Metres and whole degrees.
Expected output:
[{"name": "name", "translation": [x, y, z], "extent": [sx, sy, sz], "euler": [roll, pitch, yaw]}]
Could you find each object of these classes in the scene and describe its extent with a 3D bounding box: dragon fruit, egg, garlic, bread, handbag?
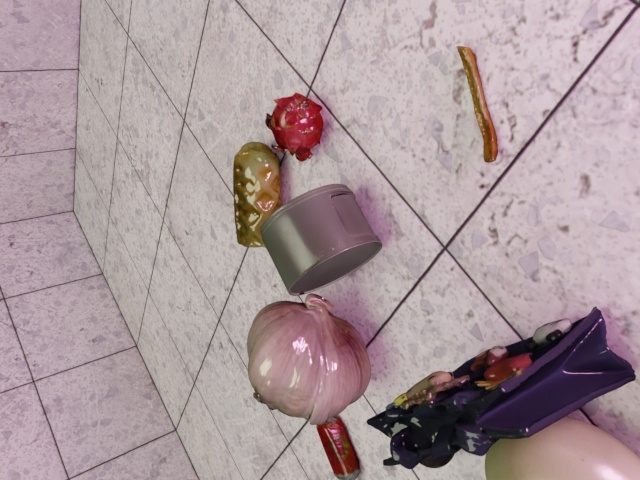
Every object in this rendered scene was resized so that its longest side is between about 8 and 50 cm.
[{"name": "dragon fruit", "translation": [-0.055, -0.261, 1.226], "extent": [0.166, 0.136, 0.133], "euler": [73, -173, -46]}, {"name": "egg", "translation": [0.379, 0.368, 0.829], "extent": [0.253, 0.188, 0.189], "euler": [-10, 95, 46]}, {"name": "garlic", "translation": [-0.028, 0.263, 1.244], "extent": [0.241, 0.322, 0.322], "euler": [-39, 70, 23]}, {"name": "bread", "translation": [-0.163, -0.124, 1.412], "extent": [0.152, 0.129, 0.268], "euler": [22, 118, 53]}, {"name": "handbag", "translation": [0.262, 0.230, 0.817], "extent": [0.303, 0.329, 0.122], "euler": [-44, 64, 50]}]

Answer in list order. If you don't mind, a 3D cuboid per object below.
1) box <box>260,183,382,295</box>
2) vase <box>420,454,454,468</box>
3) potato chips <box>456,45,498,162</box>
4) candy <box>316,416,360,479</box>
[{"name": "box", "translation": [0.000, 0.000, 1.157], "extent": [0.149, 0.226, 0.226], "euler": [62, 142, 16]}, {"name": "vase", "translation": [0.258, 0.387, 1.075], "extent": [0.182, 0.120, 0.120], "euler": [-26, 81, 35]}, {"name": "potato chips", "translation": [0.263, -0.228, 0.892], "extent": [0.026, 0.037, 0.204], "euler": [-15, 85, 44]}, {"name": "candy", "translation": [0.047, 0.558, 1.447], "extent": [0.086, 0.059, 0.292], "euler": [-38, 71, 53]}]
